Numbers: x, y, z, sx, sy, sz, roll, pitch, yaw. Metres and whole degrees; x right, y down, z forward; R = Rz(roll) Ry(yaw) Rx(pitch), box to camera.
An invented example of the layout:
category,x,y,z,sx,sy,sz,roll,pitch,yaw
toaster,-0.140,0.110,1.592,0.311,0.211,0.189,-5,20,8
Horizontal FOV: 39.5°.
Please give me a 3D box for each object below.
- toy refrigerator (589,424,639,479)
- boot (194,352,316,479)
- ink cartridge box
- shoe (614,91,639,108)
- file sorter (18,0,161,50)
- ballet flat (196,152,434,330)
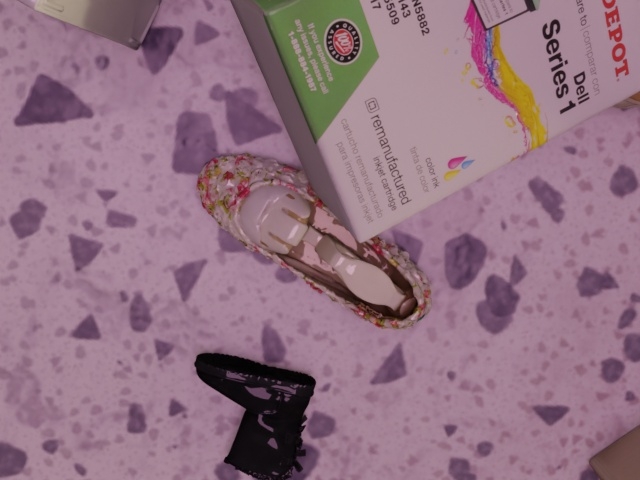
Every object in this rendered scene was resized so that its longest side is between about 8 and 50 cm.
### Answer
category,x,y,z,sx,sy,sz,roll,pitch,yaw
toy refrigerator,0.378,0.299,0.835,0.102,0.094,0.269,-35,100,3
boot,-0.066,0.163,0.819,0.121,0.045,0.099,14,101,-5
ink cartridge box,0.098,-0.160,0.687,0.278,0.117,0.201,-28,123,-7
shoe,0.352,-0.171,0.784,0.219,0.058,0.076,-21,69,-3
file sorter,-0.190,-0.272,0.628,0.173,0.278,0.193,28,97,-3
ballet flat,0.000,0.000,0.778,0.241,0.077,0.091,30,98,-6
